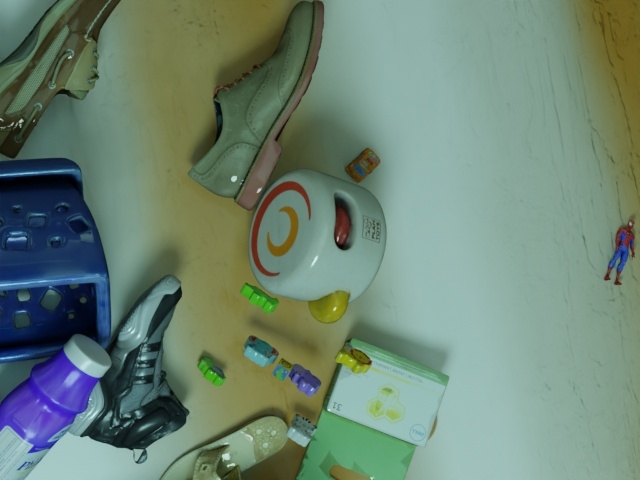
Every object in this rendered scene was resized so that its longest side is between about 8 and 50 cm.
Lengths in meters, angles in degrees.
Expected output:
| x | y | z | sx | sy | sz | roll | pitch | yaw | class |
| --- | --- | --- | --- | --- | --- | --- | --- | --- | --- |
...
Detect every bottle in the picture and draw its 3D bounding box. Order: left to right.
| x | y | z | sx | sy | sz | roll | pitch | yaw | class |
| --- | --- | --- | --- | --- | --- | --- | --- | --- | --- |
| -0.398 | 0.251 | 1.359 | 0.092 | 0.118 | 0.283 | 42 | 97 | 4 | bottle |

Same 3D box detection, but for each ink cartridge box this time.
| x | y | z | sx | sy | sz | roll | pitch | yaw | class |
| --- | --- | --- | --- | --- | --- | --- | --- | --- | --- |
| 0.082 | 0.292 | 1.558 | 0.171 | 0.056 | 0.235 | 22 | 78 | -6 | ink cartridge box |

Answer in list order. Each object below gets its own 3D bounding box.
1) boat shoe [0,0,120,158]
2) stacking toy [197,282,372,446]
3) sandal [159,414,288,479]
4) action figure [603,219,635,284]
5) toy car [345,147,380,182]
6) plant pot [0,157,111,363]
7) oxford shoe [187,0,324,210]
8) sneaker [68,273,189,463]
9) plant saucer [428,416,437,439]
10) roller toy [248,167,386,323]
| x | y | z | sx | sy | sz | roll | pitch | yaw | class |
| --- | --- | --- | --- | --- | --- | --- | --- | --- | --- |
| -0.384 | -0.256 | 1.459 | 0.120 | 0.122 | 0.324 | 43 | 84 | -14 | boat shoe |
| -0.058 | 0.184 | 1.492 | 0.221 | 0.052 | 0.167 | 34 | 111 | 2 | stacking toy |
| -0.147 | 0.341 | 1.483 | 0.240 | 0.079 | 0.088 | -34 | 95 | -16 | sandal |
| 0.524 | 0.018 | 1.732 | 0.038 | 0.030 | 0.115 | 21 | 78 | -8 | action figure |
| 0.089 | -0.089 | 1.610 | 0.060 | 0.040 | 0.122 | -26 | 92 | -16 | toy car |
| -0.414 | 0.023 | 1.350 | 0.236 | 0.236 | 0.212 | -7 | 62 | -16 | plant pot |
| -0.093 | -0.228 | 1.531 | 0.130 | 0.123 | 0.348 | 23 | 78 | -7 | oxford shoe |
| -0.244 | 0.192 | 1.463 | 0.153 | 0.101 | 0.269 | 33 | 83 | -11 | sneaker |
| 0.149 | 0.289 | 1.607 | 0.083 | 0.013 | 0.083 | 2 | 84 | -15 | plant saucer |
| 0.000 | 0.000 | 1.488 | 0.146 | 0.209 | 0.191 | 16 | 112 | -36 | roller toy |
